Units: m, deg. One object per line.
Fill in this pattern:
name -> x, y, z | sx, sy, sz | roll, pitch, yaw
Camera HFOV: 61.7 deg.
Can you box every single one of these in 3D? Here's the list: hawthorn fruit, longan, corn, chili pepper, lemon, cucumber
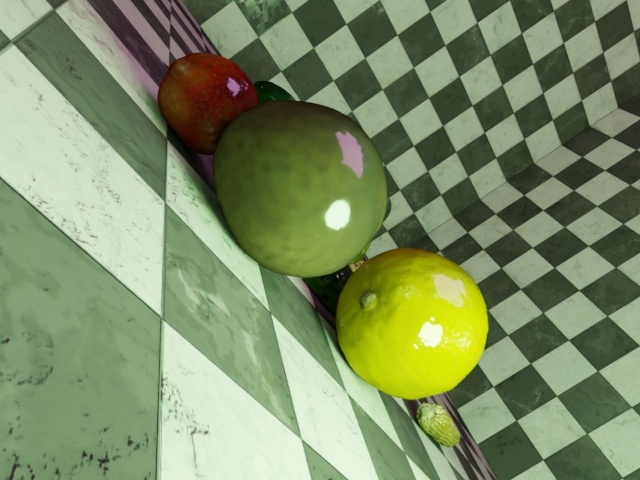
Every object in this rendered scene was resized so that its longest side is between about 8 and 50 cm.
hawthorn fruit -> -0.225, -0.266, 1.006 | 0.200, 0.179, 0.179 | 36, 3, 9
longan -> -0.037, -0.093, 0.942 | 0.319, 0.318, 0.319 | 55, 6, -9
corn -> 0.353, 0.547, 1.575 | 0.288, 0.086, 0.087 | 51, 8, -48
chili pepper -> -0.183, -0.436, 1.952 | 0.257, 0.233, 0.248 | 50, -10, 3
lemon -> 0.191, 0.175, 1.161 | 0.348, 0.347, 0.348 | 55, 6, -9
cucumber -> 0.046, 0.118, 1.379 | 0.325, 0.105, 0.145 | 55, 5, -35

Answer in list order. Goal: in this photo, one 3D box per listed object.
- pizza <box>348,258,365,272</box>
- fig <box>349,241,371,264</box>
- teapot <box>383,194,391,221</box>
pizza -> 0.157, 0.119, 2.306 | 0.324, 0.089, 0.223 | 57, 9, 7
fig -> 0.065, -0.062, 2.078 | 0.314, 0.233, 0.233 | 37, 8, -5
teapot -> 0.058, -0.036, 1.572 | 0.223, 0.285, 0.305 | 17, 37, -33
